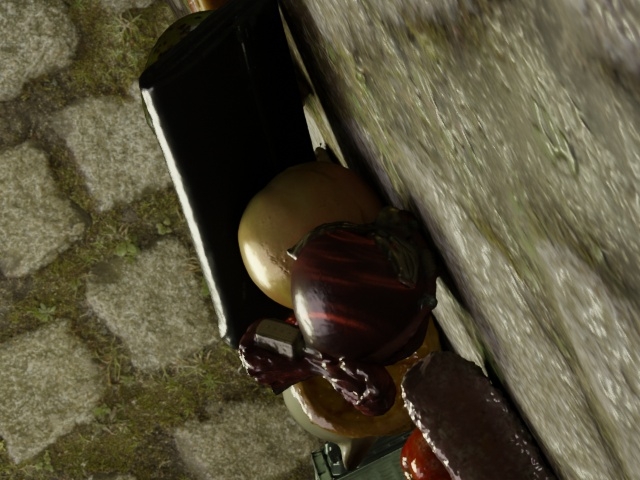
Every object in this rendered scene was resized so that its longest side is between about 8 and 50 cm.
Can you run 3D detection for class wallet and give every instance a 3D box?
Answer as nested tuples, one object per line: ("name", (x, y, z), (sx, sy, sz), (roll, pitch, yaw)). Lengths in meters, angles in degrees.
("wallet", (-0.085, -0.080, 1.699), (0.062, 0.228, 0.406), (18, 138, 35))

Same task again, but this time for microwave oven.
("microwave oven", (0.111, 0.396, 2.334), (0.181, 0.237, 0.295), (63, 177, -3))

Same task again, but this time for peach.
("peach", (0.000, 0.000, 1.648), (0.184, 0.184, 0.184), (62, 176, 8))

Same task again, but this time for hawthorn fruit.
("hawthorn fruit", (0.166, 0.287, 1.844), (0.128, 0.128, 0.128), (62, 176, 8))

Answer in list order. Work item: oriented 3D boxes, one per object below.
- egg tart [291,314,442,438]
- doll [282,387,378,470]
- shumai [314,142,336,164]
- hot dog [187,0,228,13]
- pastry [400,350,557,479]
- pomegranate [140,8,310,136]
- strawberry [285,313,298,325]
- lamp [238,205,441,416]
("egg tart", (0.070, 0.169, 1.792), (0.202, 0.203, 0.147), (60, -176, 26))
("doll", (0.008, 0.145, 2.187), (0.370, 0.226, 0.215), (55, 167, 37))
("shumai", (-0.017, -0.048, 1.915), (0.145, 0.116, 0.145), (155, 90, -85))
("hot dog", (-0.148, -0.334, 2.042), (0.100, 0.068, 0.249), (-101, -11, -68))
("pastry", (0.182, 0.238, 1.483), (0.265, 0.103, 0.112), (62, -177, 31))
("pomegranate", (-0.113, -0.193, 1.843), (0.248, 0.214, 0.214), (13, 141, 37))
("strawberry", (-0.001, 0.092, 1.940), (0.201, 0.184, 0.186), (0, -113, -51))
("lamp", (0.021, 0.065, 1.499), (0.215, 0.223, 0.151), (16, 164, 38))
